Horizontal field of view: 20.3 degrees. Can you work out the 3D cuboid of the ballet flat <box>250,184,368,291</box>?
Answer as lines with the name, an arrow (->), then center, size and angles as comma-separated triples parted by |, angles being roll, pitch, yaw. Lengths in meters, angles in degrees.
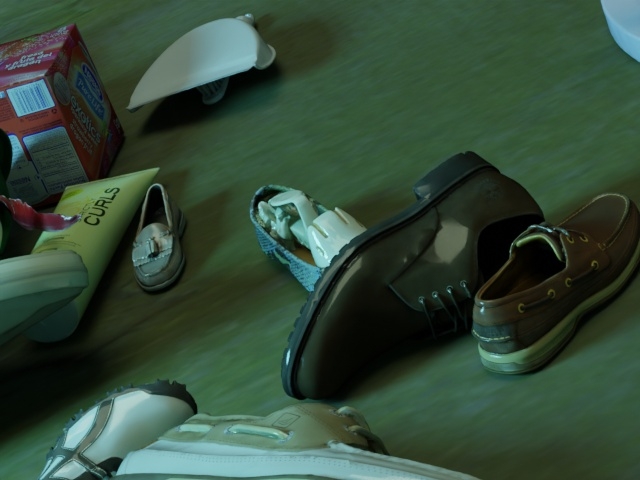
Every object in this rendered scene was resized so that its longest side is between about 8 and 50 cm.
ballet flat -> 0.000, 0.000, 1.352 | 0.070, 0.070, 0.188 | -34, 30, -21

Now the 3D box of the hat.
hat -> -0.279, 0.013, 1.530 | 0.183, 0.208, 0.173 | 39, 92, 19

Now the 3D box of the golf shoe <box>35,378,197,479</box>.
golf shoe -> -0.154, 0.172, 1.161 | 0.198, 0.077, 0.094 | -36, 35, -7

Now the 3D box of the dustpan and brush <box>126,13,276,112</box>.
dustpan and brush -> -0.099, -0.187, 1.777 | 0.147, 0.060, 0.211 | -16, 35, 22

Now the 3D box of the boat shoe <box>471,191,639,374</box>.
boat shoe -> 0.162, 0.016, 1.207 | 0.064, 0.060, 0.178 | 7, 39, 43

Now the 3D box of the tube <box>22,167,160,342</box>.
tube -> -0.205, -0.001, 1.514 | 0.070, 0.062, 0.240 | 26, 29, -5

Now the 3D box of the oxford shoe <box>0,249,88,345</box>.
oxford shoe -> -0.370, 0.132, 1.321 | 0.449, 0.130, 0.169 | -26, -6, -8

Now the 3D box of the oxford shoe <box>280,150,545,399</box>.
oxford shoe -> 0.066, 0.034, 1.229 | 0.227, 0.083, 0.096 | -44, 55, -16

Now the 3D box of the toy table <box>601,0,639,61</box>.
toy table -> 0.309, -0.255, 1.478 | 0.252, 0.161, 0.274 | -29, 29, -12

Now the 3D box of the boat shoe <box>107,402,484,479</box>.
boat shoe -> -0.004, 0.145, 1.046 | 0.302, 0.113, 0.103 | 0, 41, 38

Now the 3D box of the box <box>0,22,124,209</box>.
box -> -0.333, -0.097, 1.697 | 0.256, 0.128, 0.123 | -14, 27, 16

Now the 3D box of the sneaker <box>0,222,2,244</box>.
sneaker -> -0.305, 0.034, 1.453 | 0.161, 0.057, 0.075 | -63, 14, 17

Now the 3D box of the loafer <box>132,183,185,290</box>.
loafer -> -0.138, -0.004, 1.484 | 0.045, 0.039, 0.125 | -17, 28, 9
